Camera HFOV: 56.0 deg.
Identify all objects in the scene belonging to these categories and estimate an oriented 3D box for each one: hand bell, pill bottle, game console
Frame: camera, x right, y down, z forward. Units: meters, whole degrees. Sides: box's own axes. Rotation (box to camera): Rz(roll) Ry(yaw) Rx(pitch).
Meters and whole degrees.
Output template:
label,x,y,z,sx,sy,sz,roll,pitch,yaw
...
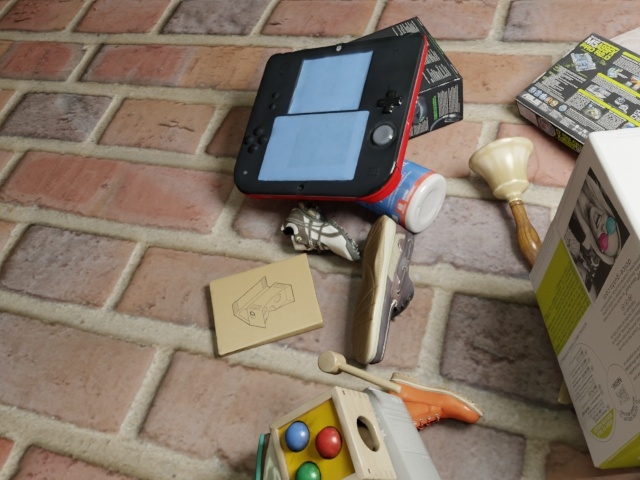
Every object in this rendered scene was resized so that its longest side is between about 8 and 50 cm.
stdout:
label,x,y,z,sx,sy,sz,roll,pitch,yaw
hand bell,0.369,-0.058,1.123,0.126,0.126,0.241,-12,66,6
pill bottle,0.125,-0.114,1.192,0.222,0.124,0.124,30,67,30
game console,0.007,-0.241,1.195,0.387,0.060,0.341,5,78,35

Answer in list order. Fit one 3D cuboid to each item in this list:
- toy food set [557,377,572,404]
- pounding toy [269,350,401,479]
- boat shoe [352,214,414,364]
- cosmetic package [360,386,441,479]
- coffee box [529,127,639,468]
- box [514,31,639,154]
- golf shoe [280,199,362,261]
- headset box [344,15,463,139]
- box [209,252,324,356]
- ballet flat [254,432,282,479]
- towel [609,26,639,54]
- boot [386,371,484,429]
label,x,y,z,sx,sy,sz,roll,pitch,yaw
toy food set,0.473,0.220,0.915,0.192,0.038,0.132,14,60,23
pounding toy,0.021,0.243,0.835,0.181,0.094,0.206,-36,53,22
boat shoe,0.121,0.087,1.066,0.093,0.103,0.285,18,56,-13
cosmetic package,0.097,0.349,0.857,0.127,0.107,0.237,-41,48,17
coffee box,0.520,0.078,0.790,0.338,0.338,0.334,-6,54,-1
box,0.562,-0.275,1.194,0.216,0.060,0.270,-40,50,2
golf shoe,0.000,0.000,1.182,0.094,0.077,0.198,-46,49,-6
headset box,0.138,-0.339,1.346,0.283,0.131,0.246,-21,53,-1
box,-0.105,0.120,1.146,0.201,0.021,0.164,-17,53,1
ballet flat,-0.050,0.462,0.831,0.139,0.139,0.400,-2,54,13
towel,0.759,-0.341,1.228,0.317,0.053,0.331,-22,52,4
boot,0.174,0.271,0.948,0.158,0.059,0.084,10,61,30
